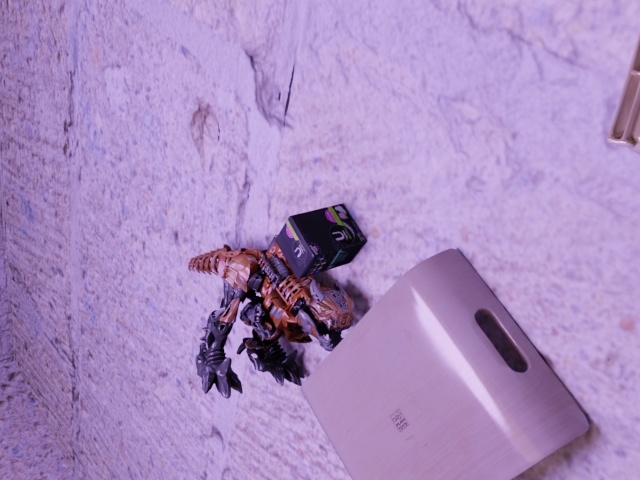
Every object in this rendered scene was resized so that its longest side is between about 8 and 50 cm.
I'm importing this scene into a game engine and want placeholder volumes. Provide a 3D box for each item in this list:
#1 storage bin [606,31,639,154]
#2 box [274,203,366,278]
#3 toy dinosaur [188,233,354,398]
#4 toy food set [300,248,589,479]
[{"bbox_3d":[0.307,-0.130,0.306,0.262,0.123,0.260,22,99,48],"label":"storage bin"},{"bbox_3d":[0.000,0.000,0.846,0.062,0.083,0.052,59,141,22],"label":"box"},{"bbox_3d":[-0.078,0.087,0.970,0.322,0.164,0.218,-144,63,-64],"label":"toy dinosaur"},{"bbox_3d":[0.116,0.184,0.773,0.219,0.092,0.306,57,133,24],"label":"toy food set"}]
